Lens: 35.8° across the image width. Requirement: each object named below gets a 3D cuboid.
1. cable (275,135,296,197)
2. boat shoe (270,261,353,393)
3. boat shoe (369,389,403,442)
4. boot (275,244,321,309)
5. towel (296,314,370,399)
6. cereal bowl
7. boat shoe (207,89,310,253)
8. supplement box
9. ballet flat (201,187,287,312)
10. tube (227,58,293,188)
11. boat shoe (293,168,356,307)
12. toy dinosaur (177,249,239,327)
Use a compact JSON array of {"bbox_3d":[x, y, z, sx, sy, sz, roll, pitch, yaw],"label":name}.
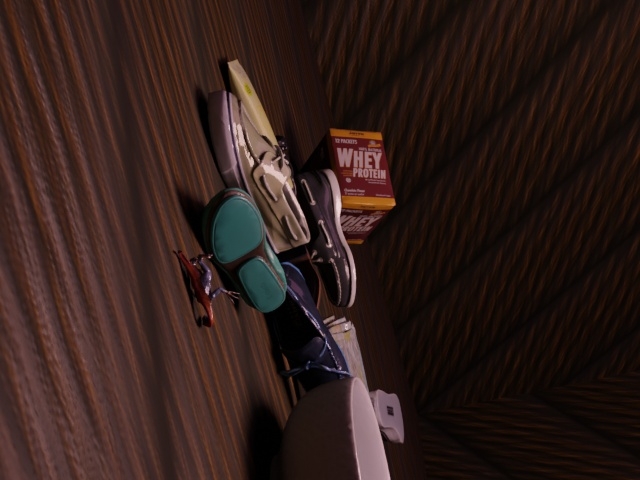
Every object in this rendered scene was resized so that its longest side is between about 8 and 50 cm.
[{"bbox_3d":[-0.079,-0.120,1.894,0.184,0.047,0.150,-86,167,-75],"label":"cable"},{"bbox_3d":[-0.036,0.165,1.571,0.258,0.109,0.089,60,16,-6],"label":"boat shoe"},{"bbox_3d":[0.116,0.402,2.228,0.306,0.105,0.113,37,45,-69],"label":"boat shoe"},{"bbox_3d":[-0.027,0.101,1.726,0.106,0.082,0.219,66,11,-45],"label":"boot"},{"bbox_3d":[0.034,0.329,1.807,0.320,0.090,0.374,2,76,-79],"label":"towel"},{"bbox_3d":[0.018,0.366,1.374,0.339,0.141,0.338,-13,90,-83],"label":"cereal bowl"},{"bbox_3d":[-0.093,-0.105,1.517,0.109,0.094,0.302,-94,169,-49],"label":"boat shoe"},{"bbox_3d":[0.057,-0.119,2.232,0.194,0.129,0.191,129,-42,-55],"label":"supplement box"},{"bbox_3d":[-0.112,0.001,1.318,0.087,0.083,0.247,52,-11,39],"label":"ballet flat"},{"bbox_3d":[-0.111,-0.193,1.697,0.070,0.062,0.240,-3,-71,56],"label":"tube"},{"bbox_3d":[0.000,0.000,2.101,0.114,0.091,0.302,-28,-107,62],"label":"boat shoe"},{"bbox_3d":[-0.142,0.059,1.158,0.090,0.047,0.082,12,70,-45],"label":"toy dinosaur"}]
